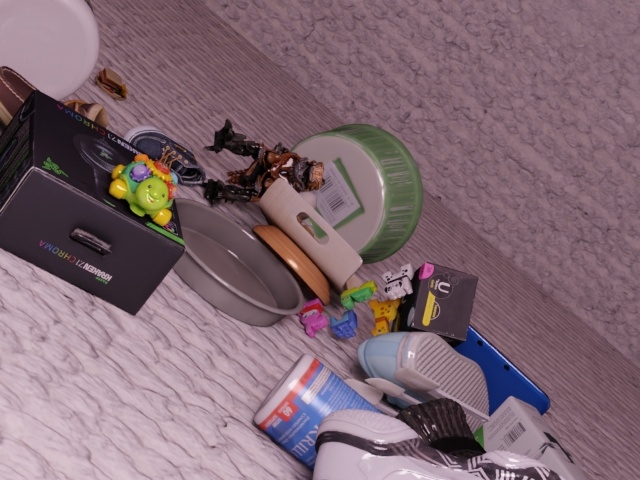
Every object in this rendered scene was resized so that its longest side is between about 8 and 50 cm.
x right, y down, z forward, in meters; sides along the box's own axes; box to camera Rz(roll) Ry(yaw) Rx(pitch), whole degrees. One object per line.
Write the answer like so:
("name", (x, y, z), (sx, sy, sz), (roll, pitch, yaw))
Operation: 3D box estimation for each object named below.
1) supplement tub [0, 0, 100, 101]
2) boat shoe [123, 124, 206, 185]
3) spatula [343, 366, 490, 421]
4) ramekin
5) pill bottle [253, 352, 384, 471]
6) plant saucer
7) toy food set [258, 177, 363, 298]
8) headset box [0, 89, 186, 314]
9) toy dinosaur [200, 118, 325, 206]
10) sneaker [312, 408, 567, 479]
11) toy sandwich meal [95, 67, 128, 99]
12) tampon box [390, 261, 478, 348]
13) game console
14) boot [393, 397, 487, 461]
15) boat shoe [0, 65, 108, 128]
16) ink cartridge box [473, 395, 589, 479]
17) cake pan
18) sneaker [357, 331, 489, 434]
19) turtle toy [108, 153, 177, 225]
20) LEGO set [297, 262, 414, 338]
("supplement tub", (-0.517, -0.398, 1.887), (0.228, 0.228, 0.316), (30, 19, -32))
("boat shoe", (-0.293, -0.161, 2.052), (0.083, 0.065, 0.183), (48, 17, 33))
("spatula", (0.156, 0.268, 1.776), (0.242, 0.168, 0.019), (32, 48, -37))
("ramekin", (0.049, -0.093, 2.245), (0.303, 0.303, 0.148), (45, 23, 17))
("pill bottle", (0.027, 0.270, 1.484), (0.221, 0.124, 0.124), (39, 15, 0))
("plant saucer", (-0.047, 0.039, 1.989), (0.200, 0.037, 0.200), (45, -6, 6))
("toy food set", (0.000, 0.000, 2.035), (0.220, 0.092, 0.306), (45, -5, 10))
("headset box", (-0.338, -0.053, 1.525), (0.246, 0.131, 0.283), (31, 19, -27))
("toy dinosaur", (-0.119, -0.123, 2.138), (0.218, 0.322, 0.164), (10, 65, -28))
("sneaker", (0.145, 0.356, 1.305), (0.365, 0.137, 0.210), (18, 52, 7))
("toy sandwich meal", (-0.437, -0.329, 2.252), (0.085, 0.029, 0.085), (36, 16, -12))
("tampon box", (0.198, 0.124, 1.891), (0.101, 0.121, 0.161), (16, -18, -6))
("game console", (0.310, 0.252, 2.100), (0.293, 0.173, 0.250), (44, 16, 12))
("boot", (0.181, 0.351, 1.589), (0.260, 0.131, 0.348), (56, 11, 28))
("boat shoe", (-0.392, -0.178, 1.736), (0.342, 0.123, 0.123), (43, 16, 1))
("ink cartridge box", (0.350, 0.397, 1.829), (0.086, 0.153, 0.208), (28, 20, -39))
("cake pan", (-0.158, 0.041, 1.824), (0.293, 0.054, 0.293), (36, 16, -12))
("sneaker", (0.185, 0.253, 1.901), (0.150, 0.135, 0.366), (4, -31, 35))
("turtle toy", (-0.232, -0.071, 1.449), (0.095, 0.066, 0.130), (33, 18, -20))
("LEGO set", (0.077, 0.137, 1.890), (0.087, 0.227, 0.093), (52, 22, -40))
